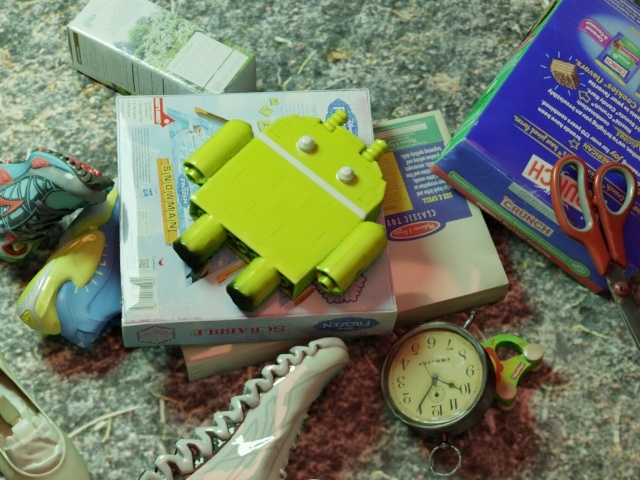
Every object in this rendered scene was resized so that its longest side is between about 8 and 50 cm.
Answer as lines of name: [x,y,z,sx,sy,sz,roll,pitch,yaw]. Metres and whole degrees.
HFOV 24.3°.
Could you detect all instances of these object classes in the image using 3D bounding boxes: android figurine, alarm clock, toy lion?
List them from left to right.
android figurine: [-0.035,-0.046,1.727,0.248,0.056,0.273,40,67,16]
alarm clock: [0.140,0.182,1.726,0.129,0.064,0.192,-9,64,17]
toy lion: [0.205,0.152,1.777,0.096,0.034,0.100,28,64,22]

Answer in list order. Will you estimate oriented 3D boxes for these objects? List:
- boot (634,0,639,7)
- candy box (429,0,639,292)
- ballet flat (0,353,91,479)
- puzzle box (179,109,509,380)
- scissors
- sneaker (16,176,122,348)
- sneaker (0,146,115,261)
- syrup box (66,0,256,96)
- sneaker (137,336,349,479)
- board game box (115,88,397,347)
boot: [0.527,-0.345,2.038,0.161,0.083,0.246,24,64,5]
candy box: [0.338,-0.137,1.855,0.268,0.122,0.317,38,64,-1]
ballet flat: [-0.352,0.209,1.700,0.086,0.086,0.248,-36,68,-19]
puzzle box: [0.000,0.000,1.843,0.409,0.052,0.272,-13,61,-9]
scissors: [0.334,0.042,1.727,0.109,0.021,0.297,-4,80,-14]
sneaker: [-0.267,0.036,1.812,0.126,0.091,0.240,38,56,-11]
sneaker: [-0.340,-0.030,1.778,0.104,0.262,0.125,26,69,-34]
syrup box: [-0.208,-0.235,1.945,0.237,0.096,0.093,27,62,14]
sneaker: [-0.068,0.227,1.692,0.292,0.110,0.118,-41,77,-13]
board game box: [-0.083,-0.033,1.784,0.318,0.066,0.318,-2,61,-6]
